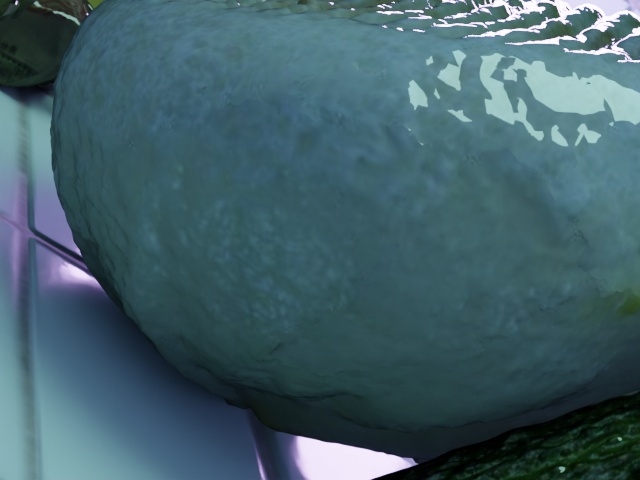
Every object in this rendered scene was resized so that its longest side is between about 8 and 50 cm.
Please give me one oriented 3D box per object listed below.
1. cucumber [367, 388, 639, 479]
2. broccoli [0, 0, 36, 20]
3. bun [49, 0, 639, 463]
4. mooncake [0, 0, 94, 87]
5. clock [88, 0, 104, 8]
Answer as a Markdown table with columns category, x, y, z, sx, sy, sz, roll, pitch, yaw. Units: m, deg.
| category | x | y | z | sx | sy | sz | roll | pitch | yaw |
| --- | --- | --- | --- | --- | --- | --- | --- | --- | --- |
| cucumber | 0.128 | 0.099 | 0.694 | 0.077 | 0.265 | 0.077 | -20 | 90 | -88 |
| broccoli | -0.210 | -0.220 | 0.845 | 0.248 | 0.245 | 0.288 | 13 | 29 | -46 |
| bun | 0.039 | -0.016 | 0.810 | 0.361 | 0.211 | 0.362 | 8 | 15 | -2 |
| mooncake | -0.192 | -0.149 | 1.043 | 0.130 | 0.073 | 0.125 | 37 | 11 | -9 |
| clock | -0.089 | -0.207 | 1.222 | 0.096 | 0.202 | 0.143 | 43 | 14 | 17 |
